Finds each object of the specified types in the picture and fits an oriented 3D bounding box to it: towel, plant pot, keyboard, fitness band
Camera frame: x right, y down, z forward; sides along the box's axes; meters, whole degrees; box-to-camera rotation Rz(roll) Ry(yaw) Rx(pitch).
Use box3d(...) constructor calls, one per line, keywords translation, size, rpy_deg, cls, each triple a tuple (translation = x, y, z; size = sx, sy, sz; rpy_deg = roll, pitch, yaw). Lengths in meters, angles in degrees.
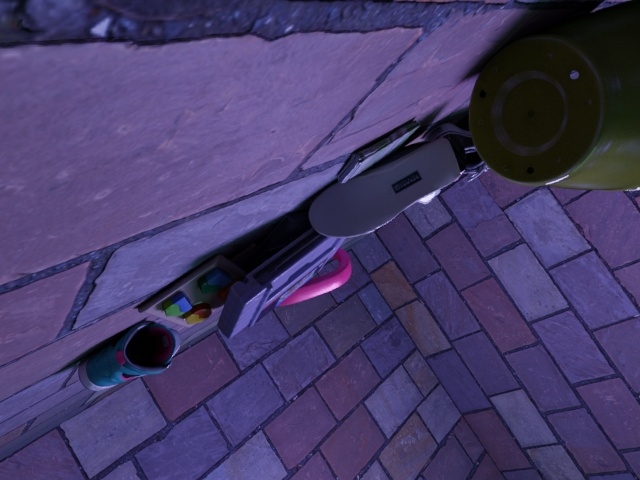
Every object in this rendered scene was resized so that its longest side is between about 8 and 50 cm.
box3d(translation=(0.106, -0.167, 0.896), size=(0.152, 0.023, 0.113), rpy_deg=(-34, 177, -21), cls="towel")
box3d(translation=(0.470, -0.240, 0.857), size=(0.353, 0.366, 0.366), rpy_deg=(-16, 166, -34), cls="plant pot")
box3d(translation=(0.337, -0.274, 1.289), size=(0.180, 0.023, 0.108), rpy_deg=(-34, 175, 19), cls="keyboard")
box3d(translation=(-0.056, 0.090, 1.324), size=(0.291, 0.054, 0.209), rpy_deg=(-19, -153, -17), cls="fitness band")

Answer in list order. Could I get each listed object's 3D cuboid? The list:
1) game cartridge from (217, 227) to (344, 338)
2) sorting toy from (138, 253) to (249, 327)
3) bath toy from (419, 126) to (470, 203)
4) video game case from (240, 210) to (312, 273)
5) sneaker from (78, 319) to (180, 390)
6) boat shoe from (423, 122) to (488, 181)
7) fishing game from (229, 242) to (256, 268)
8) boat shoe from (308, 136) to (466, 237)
box3d(translation=(-0.065, 0.068, 1.061), size=(0.355, 0.068, 0.230), rpy_deg=(-37, 165, -32), cls="game cartridge")
box3d(translation=(-0.242, 0.117, 0.993), size=(0.193, 0.038, 0.208), rpy_deg=(-34, 157, 3), cls="sorting toy")
box3d(translation=(0.394, -0.245, 1.382), size=(0.348, 0.129, 0.151), rpy_deg=(-38, 137, 26), cls="bath toy")
box3d(translation=(-0.089, 0.023, 1.116), size=(0.274, 0.026, 0.196), rpy_deg=(-47, 163, 32), cls="video game case")
box3d(translation=(-0.400, 0.252, 1.144), size=(0.179, 0.123, 0.295), rpy_deg=(-26, 177, 24), cls="sneaker")
box3d(translation=(0.375, -0.211, 1.176), size=(0.306, 0.104, 0.113), rpy_deg=(2, 143, -50), cls="boat shoe")
box3d(translation=(-0.190, 0.070, 1.152), size=(0.189, 0.041, 0.264), rpy_deg=(-35, 166, 5), cls="fishing game")
box3d(translation=(0.133, -0.114, 1.026), size=(0.341, 0.127, 0.158), rpy_deg=(-23, -168, 1), cls="boat shoe")
